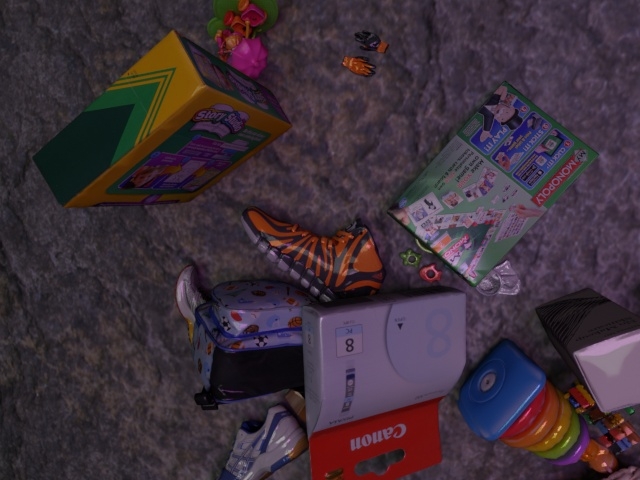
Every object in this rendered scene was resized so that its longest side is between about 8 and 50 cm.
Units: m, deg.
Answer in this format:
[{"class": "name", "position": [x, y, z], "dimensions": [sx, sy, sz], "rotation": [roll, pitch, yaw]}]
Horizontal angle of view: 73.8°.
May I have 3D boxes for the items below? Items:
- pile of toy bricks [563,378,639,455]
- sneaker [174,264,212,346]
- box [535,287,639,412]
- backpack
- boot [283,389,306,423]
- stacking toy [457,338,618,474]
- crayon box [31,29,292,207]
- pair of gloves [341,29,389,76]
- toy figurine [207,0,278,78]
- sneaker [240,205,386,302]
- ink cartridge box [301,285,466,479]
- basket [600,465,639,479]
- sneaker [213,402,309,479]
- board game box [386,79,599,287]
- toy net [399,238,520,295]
[{"class": "pile of toy bricks", "position": [0.491, 0.271, 0.709], "dimensions": [0.105, 0.212, 0.118], "rotation": [-43, 52, 15]}, {"class": "sneaker", "position": [-0.263, 0.160, 0.986], "dimensions": [0.093, 0.088, 0.225], "rotation": [-16, 99, 9]}, {"class": "box", "position": [0.442, 0.160, 0.685], "dimensions": [0.113, 0.275, 0.094], "rotation": [-26, 86, 16]}, {"class": "backpack", "position": [-0.135, 0.187, 0.849], "dimensions": [0.263, 0.277, 0.213], "rotation": [8, 92, 57]}, {"class": "boot", "position": [0.029, 0.337, 0.926], "dimensions": [0.152, 0.073, 0.197], "rotation": [43, 117, 8]}, {"class": "stacking toy", "position": [0.426, 0.343, 0.792], "dimensions": [0.302, 0.175, 0.165], "rotation": [35, 99, -5]}, {"class": "crayon box", "position": [-0.256, -0.189, 0.793], "dimensions": [0.313, 0.363, 0.106], "rotation": [-33, 87, 16]}, {"class": "pair of gloves", "position": [0.089, -0.378, 0.862], "dimensions": [0.074, 0.010, 0.083], "rotation": [29, 102, 11]}, {"class": "toy figurine", "position": [-0.162, -0.389, 0.849], "dimensions": [0.173, 0.130, 0.159], "rotation": [-18, 66, 37]}, {"class": "sneaker", "position": [0.000, 0.000, 0.882], "dimensions": [0.321, 0.124, 0.180], "rotation": [40, 100, -3]}, {"class": "ink cartridge box", "position": [0.128, 0.292, 0.793], "dimensions": [0.308, 0.091, 0.384], "rotation": [-5, 94, -25]}, {"class": "basket", "position": [0.517, 0.622, 0.686], "dimensions": [0.328, 0.266, 0.331], "rotation": [-40, 98, 17]}, {"class": "sneaker", "position": [-0.158, 0.491, 0.989], "dimensions": [0.296, 0.112, 0.131], "rotation": [-40, 67, 14]}, {"class": "board game box", "position": [0.307, -0.101, 0.786], "dimensions": [0.213, 0.046, 0.317], "rotation": [43, 94, 6]}, {"class": "toy net", "position": [0.278, 0.055, 0.839], "dimensions": [0.232, 0.045, 0.122], "rotation": [32, 102, 10]}]
